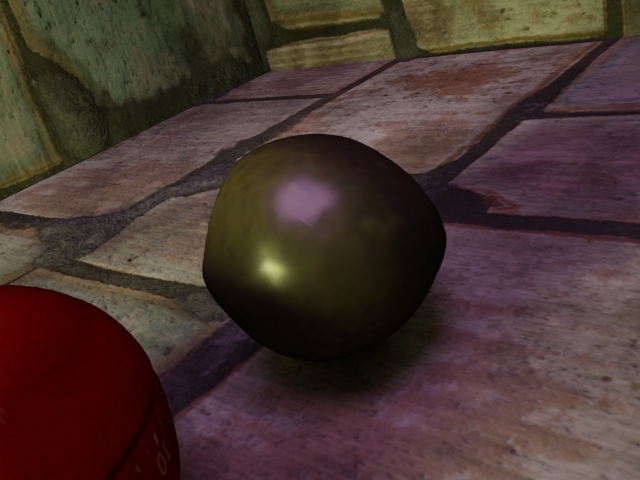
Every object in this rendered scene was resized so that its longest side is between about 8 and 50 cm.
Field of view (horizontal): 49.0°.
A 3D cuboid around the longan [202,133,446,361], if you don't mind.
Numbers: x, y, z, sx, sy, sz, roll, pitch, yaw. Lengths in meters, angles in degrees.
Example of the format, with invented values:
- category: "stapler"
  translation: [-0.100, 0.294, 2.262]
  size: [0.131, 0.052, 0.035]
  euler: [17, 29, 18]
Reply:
- category: "longan"
  translation: [0.000, 0.000, 0.864]
  size: [0.288, 0.288, 0.350]
  euler: [-16, 15, 1]

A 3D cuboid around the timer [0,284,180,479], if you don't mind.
- category: "timer"
  translation: [-0.321, 0.206, 0.623]
  size: [0.378, 0.279, 0.378]
  euler: [-16, 24, 8]
